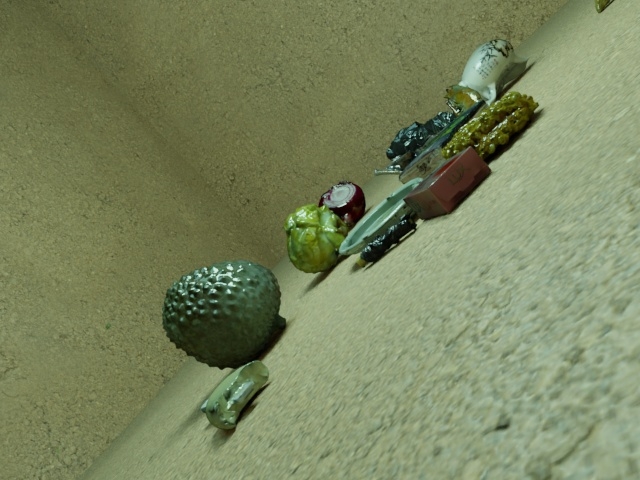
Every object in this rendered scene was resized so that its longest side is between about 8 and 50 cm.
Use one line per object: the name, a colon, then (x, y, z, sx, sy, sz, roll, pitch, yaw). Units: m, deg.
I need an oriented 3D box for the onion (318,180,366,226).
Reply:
onion: (0.088, -0.097, 2.052, 0.173, 0.135, 0.198, -25, 48, 15)

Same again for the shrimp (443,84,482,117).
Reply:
shrimp: (0.409, -0.393, 1.703, 0.217, 0.051, 0.115, -124, 38, -58)

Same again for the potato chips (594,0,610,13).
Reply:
potato chips: (0.880, -0.777, 1.550, 0.407, 0.080, 0.057, -42, -6, 14)

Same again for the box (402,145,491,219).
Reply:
box: (0.218, -0.096, 1.020, 0.111, 0.060, 0.156, -43, 4, -11)

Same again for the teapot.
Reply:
teapot: (0.522, -0.499, 1.804, 0.300, 0.165, 0.208, -56, -8, -30)

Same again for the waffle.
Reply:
waffle: (0.315, -0.205, 1.103, 0.193, 0.070, 0.197, -44, 3, -17)

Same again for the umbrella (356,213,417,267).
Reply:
umbrella: (0.119, 0.003, 1.096, 0.144, 0.040, 0.037, -42, 12, 32)

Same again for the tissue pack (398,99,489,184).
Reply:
tissue pack: (0.306, -0.224, 1.399, 0.235, 0.073, 0.173, -46, 5, -35)

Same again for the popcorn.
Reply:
popcorn: (0.000, 0.000, 1.535, 0.212, 0.198, 0.198, -9, 23, 32)

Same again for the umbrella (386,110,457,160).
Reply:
umbrella: (0.363, -0.348, 1.924, 0.336, 0.128, 0.154, -32, 26, 43)

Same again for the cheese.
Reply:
cheese: (-0.159, 0.266, 0.981, 0.127, 0.050, 0.235, -49, 5, -33)

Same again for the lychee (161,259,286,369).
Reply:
lychee: (-0.210, 0.157, 1.300, 0.255, 0.274, 0.256, 17, -90, -90)

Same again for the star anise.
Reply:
star anise: (0.289, -0.246, 1.754, 0.262, 0.081, 0.230, -32, 5, 5)

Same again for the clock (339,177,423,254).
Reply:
clock: (0.139, -0.039, 1.238, 0.236, 0.053, 0.236, -44, 6, 6)
